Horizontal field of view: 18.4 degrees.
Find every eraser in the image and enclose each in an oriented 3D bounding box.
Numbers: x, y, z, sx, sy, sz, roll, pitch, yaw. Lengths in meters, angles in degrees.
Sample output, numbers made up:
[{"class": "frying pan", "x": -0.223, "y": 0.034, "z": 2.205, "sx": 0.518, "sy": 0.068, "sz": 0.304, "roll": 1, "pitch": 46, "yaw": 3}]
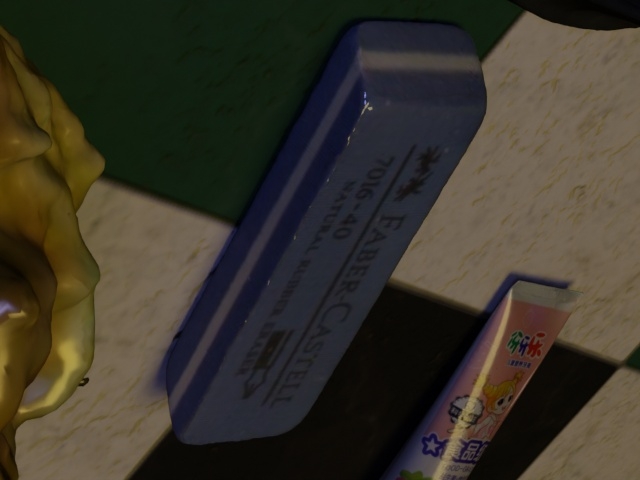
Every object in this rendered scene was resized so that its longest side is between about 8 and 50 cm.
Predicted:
[{"class": "eraser", "x": 0.000, "y": 0.000, "z": 0.908, "sx": 0.082, "sy": 0.036, "sz": 0.225, "roll": -1, "pitch": 131, "yaw": -44}]

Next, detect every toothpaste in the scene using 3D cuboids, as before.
[{"class": "toothpaste", "x": 0.080, "y": 0.105, "z": 1.122, "sx": 0.067, "sy": 0.043, "sz": 0.194, "roll": 12, "pitch": 115, "yaw": -49}]

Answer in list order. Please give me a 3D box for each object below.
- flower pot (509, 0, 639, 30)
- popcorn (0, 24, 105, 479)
[{"class": "flower pot", "x": 0.266, "y": -0.184, "z": 0.774, "sx": 0.379, "sy": 0.251, "sz": 0.379, "roll": -27, "pitch": 144, "yaw": -22}, {"class": "popcorn", "x": -0.168, "y": 0.032, "z": 0.573, "sx": 0.249, "sy": 0.249, "sz": 0.225, "roll": -35, "pitch": 122, "yaw": -10}]
